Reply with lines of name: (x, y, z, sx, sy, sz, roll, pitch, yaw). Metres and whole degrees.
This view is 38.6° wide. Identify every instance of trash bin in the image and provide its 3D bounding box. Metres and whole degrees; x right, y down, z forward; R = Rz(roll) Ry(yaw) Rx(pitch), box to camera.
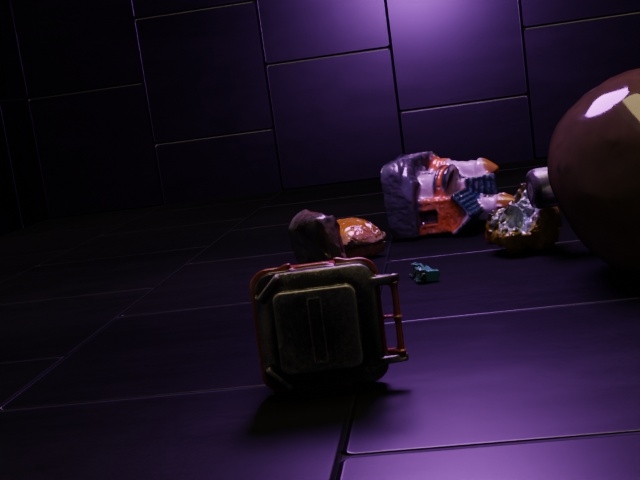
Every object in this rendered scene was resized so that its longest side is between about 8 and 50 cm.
trash bin: (0.016, 0.094, 1.209, 0.184, 0.161, 0.239, -7, 6, 4)

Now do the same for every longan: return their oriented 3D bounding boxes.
longan: (0.558, -0.109, 1.482, 0.404, 0.336, 0.404, 23, 22, -10)

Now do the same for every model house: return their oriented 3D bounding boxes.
model house: (0.331, -0.118, 2.146, 0.300, 0.190, 0.271, -1, 10, 32)

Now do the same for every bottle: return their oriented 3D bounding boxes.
bottle: (0.517, -0.111, 1.723, 0.253, 0.080, 0.096, -9, -20, -1)

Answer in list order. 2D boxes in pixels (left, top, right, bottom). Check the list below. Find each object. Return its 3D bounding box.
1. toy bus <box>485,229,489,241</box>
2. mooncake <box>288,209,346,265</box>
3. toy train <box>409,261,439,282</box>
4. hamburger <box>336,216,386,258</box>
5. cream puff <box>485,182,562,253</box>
toy bus: (0.395, -0.018, 1.971, 0.043, 0.031, 0.110, 7, 16, 35)
mooncake: (0.000, 0.000, 1.875, 0.073, 0.130, 0.125, -30, 21, -33)
toy train: (0.191, 0.058, 1.685, 0.045, 0.029, 0.092, -1, 7, -3)
hamburger: (0.049, -0.002, 1.985, 0.176, 0.087, 0.102, 4, 13, 42)
cream puff: (0.408, -0.030, 1.804, 0.156, 0.156, 0.121, -4, -33, 25)
